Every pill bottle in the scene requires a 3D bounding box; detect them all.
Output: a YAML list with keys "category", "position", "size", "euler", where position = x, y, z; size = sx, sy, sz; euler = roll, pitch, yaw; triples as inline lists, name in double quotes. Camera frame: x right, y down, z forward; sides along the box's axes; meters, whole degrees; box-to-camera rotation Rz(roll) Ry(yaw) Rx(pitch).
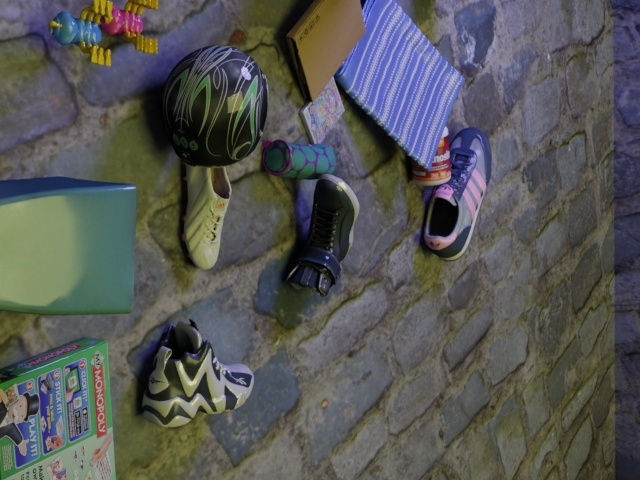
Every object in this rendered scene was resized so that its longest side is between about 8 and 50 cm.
- category: "pill bottle"
  position: [0.236, -0.202, 2.362]
  size: [0.086, 0.086, 0.152]
  euler: [-35, 124, -51]

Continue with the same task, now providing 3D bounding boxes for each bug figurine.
- category: "bug figurine"
  position: [-0.294, -0.366, 1.479]
  size: [0.216, 0.072, 0.279]
  euler: [9, 83, -65]

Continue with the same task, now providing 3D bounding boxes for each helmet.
- category: "helmet"
  position: [-0.159, -0.209, 1.643]
  size: [0.169, 0.169, 0.162]
  euler: [-44, 148, -46]

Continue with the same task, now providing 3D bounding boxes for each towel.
- category: "towel"
  position: [0.166, -0.328, 2.199]
  size: [0.336, 0.040, 0.243]
  euler: [40, 62, -38]

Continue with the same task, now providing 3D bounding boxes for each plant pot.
- category: "plant pot"
  position: [-0.371, 0.009, 1.345]
  size: [0.234, 0.165, 0.166]
  euler: [-5, 100, -50]

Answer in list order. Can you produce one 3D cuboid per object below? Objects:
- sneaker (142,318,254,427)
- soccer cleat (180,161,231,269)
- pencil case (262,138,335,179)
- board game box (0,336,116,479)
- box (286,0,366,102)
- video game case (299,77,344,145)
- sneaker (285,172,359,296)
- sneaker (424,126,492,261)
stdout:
- category: "sneaker"
  position: [-0.185, 0.192, 1.737]
  size: [0.235, 0.094, 0.153]
  euler: [-10, 112, -47]
- category: "soccer cleat"
  position: [-0.176, -0.047, 1.725]
  size: [0.068, 0.076, 0.196]
  euler: [-20, 113, -56]
- category: "pencil case"
  position: [-0.038, -0.144, 1.945]
  size: [0.151, 0.064, 0.070]
  euler: [0, 58, -58]
- category: "board game box"
  position: [-0.371, 0.314, 1.503]
  size: [0.213, 0.046, 0.318]
  euler: [-20, 112, -57]
- category: "box"
  position: [0.014, -0.374, 1.978]
  size: [0.201, 0.021, 0.164]
  euler: [-56, 151, -26]
- category: "video game case"
  position: [0.004, -0.242, 2.047]
  size: [0.122, 0.011, 0.087]
  euler: [-57, 140, -36]
- category: "sneaker"
  position: [0.002, 0.001, 1.982]
  size: [0.163, 0.086, 0.226]
  euler: [-57, 157, -35]
- category: "sneaker"
  position: [0.309, -0.118, 2.473]
  size: [0.131, 0.112, 0.319]
  euler: [30, 69, -60]
